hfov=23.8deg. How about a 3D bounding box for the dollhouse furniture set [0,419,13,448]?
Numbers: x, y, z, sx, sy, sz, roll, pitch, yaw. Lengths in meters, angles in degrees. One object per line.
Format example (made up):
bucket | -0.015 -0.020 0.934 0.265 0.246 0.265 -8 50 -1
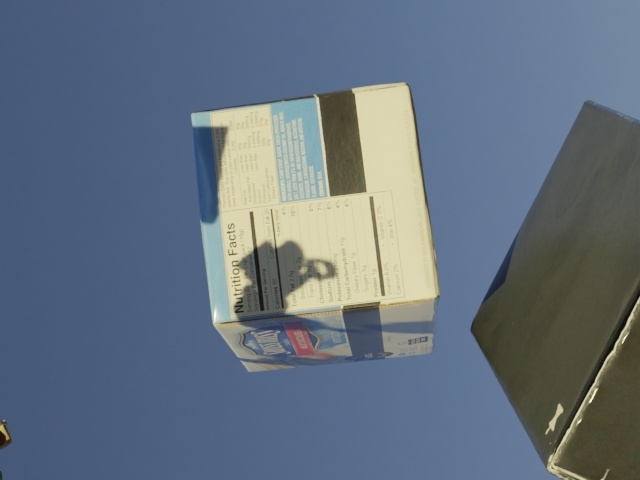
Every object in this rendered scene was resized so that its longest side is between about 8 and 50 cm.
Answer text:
dollhouse furniture set | -0.325 0.163 1.294 0.081 0.091 0.114 53 172 4

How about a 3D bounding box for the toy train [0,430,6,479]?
toy train | -0.283 0.101 1.091 0.046 0.125 0.166 -41 -60 -8

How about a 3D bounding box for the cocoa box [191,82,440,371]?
cocoa box | 0.000 0.000 1.640 0.347 0.228 0.231 76 -173 -77

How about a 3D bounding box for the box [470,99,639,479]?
box | 0.433 0.113 1.409 0.480 0.472 0.297 -102 36 -79
